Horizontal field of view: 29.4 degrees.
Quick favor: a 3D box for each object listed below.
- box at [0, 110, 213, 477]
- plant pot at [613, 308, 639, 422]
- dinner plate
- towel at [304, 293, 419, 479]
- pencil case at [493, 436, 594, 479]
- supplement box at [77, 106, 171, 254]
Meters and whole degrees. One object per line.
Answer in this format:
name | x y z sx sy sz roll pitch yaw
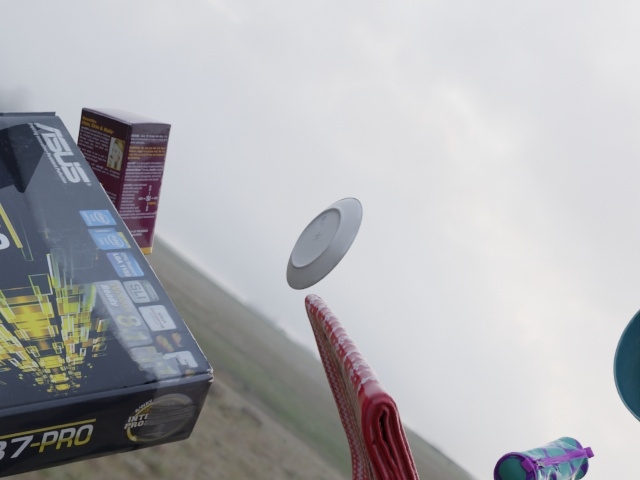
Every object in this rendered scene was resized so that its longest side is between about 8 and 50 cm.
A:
box | -0.322 0.035 1.085 0.318 0.097 0.395 -3 43 -36
plant pot | 0.643 0.227 1.946 0.290 0.290 0.195 30 -13 51
dinner plate | 0.000 0.000 1.549 0.017 0.141 0.141 39 -6 -24
towel | 0.040 0.165 0.962 0.275 0.031 0.198 -129 -158 -74
pencil case | 0.296 0.301 1.614 0.152 0.070 0.064 -3 63 -49
supplement box | -0.281 -0.082 1.684 0.104 0.188 0.081 20 15 36
